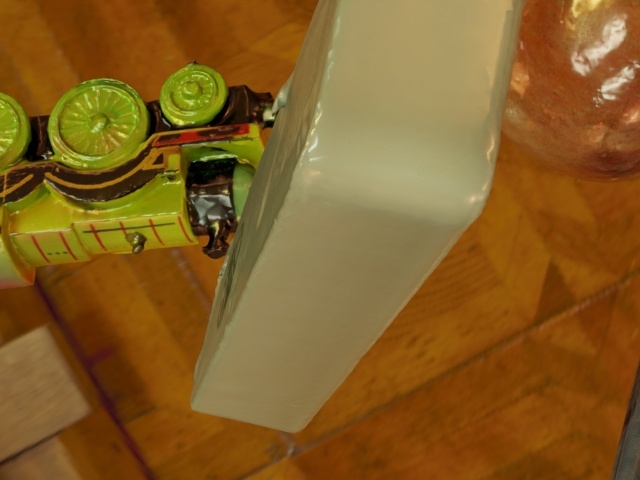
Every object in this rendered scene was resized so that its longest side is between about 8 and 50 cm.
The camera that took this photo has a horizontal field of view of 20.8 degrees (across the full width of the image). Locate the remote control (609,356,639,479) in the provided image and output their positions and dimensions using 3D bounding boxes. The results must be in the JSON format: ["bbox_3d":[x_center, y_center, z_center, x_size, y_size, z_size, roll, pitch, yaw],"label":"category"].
[{"bbox_3d":[0.113,0.054,0.526,0.043,0.152,0.027,33,129,-6],"label":"remote control"}]

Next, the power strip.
[{"bbox_3d":[0.000,0.000,0.657,0.062,0.385,0.091,14,72,-4],"label":"power strip"}]

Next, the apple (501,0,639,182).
[{"bbox_3d":[0.247,-0.182,1.516,0.253,0.253,0.253,2,100,13],"label":"apple"}]

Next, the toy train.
[{"bbox_3d":[-0.174,-0.047,1.374,0.296,0.100,0.161,-7,61,8],"label":"toy train"}]
